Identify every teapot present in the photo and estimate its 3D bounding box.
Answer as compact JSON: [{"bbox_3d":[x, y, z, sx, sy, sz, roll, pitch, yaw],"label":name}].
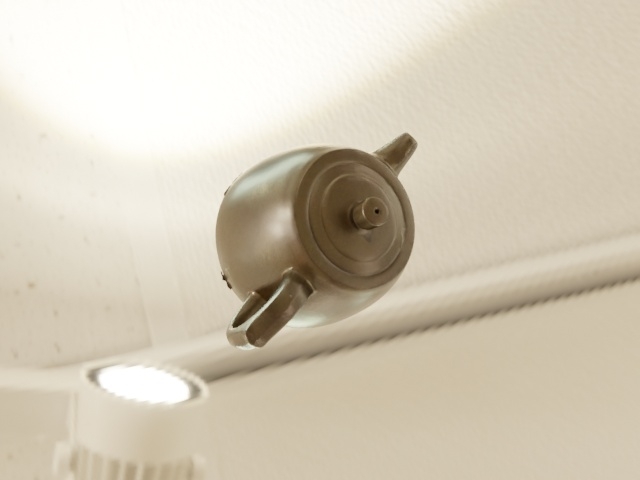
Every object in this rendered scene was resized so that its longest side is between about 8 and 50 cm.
[{"bbox_3d":[0.000,0.000,0.691,0.076,0.068,0.121,47,-122,-15],"label":"teapot"}]
